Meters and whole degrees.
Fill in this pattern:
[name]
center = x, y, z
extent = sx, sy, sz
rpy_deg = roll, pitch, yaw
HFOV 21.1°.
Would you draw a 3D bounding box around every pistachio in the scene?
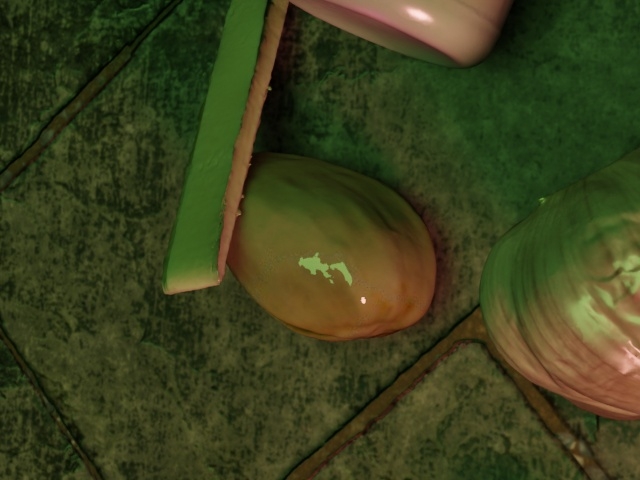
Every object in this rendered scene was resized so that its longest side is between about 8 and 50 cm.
[pistachio]
center = 0.000, 0.000, 1.869
extent = 0.288, 0.166, 0.197
rpy_deg = 38, 82, 26

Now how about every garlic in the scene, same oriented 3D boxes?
[garlic]
center = 0.321, 0.047, 1.636
extent = 0.317, 0.317, 0.259
rpy_deg = -45, 68, 19

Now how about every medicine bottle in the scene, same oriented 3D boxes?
[medicine bottle]
center = 0.111, -0.365, 1.766
extent = 0.256, 0.256, 0.324
rpy_deg = 21, 90, 25

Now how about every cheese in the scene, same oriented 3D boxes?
[cheese]
center = -0.102, -0.119, 1.878
extent = 0.085, 0.034, 0.400
rpy_deg = -17, 49, 39
